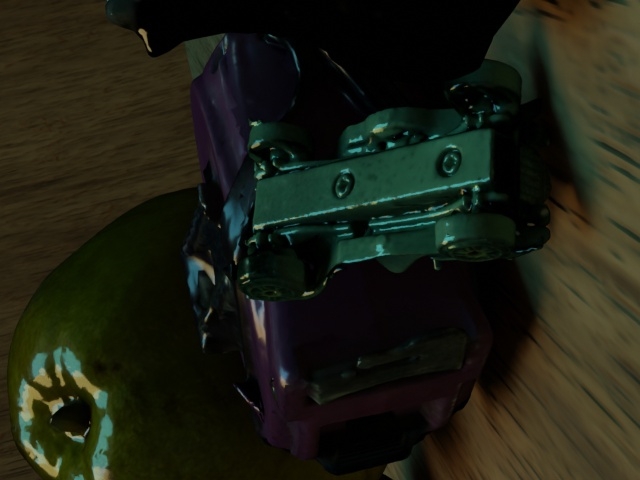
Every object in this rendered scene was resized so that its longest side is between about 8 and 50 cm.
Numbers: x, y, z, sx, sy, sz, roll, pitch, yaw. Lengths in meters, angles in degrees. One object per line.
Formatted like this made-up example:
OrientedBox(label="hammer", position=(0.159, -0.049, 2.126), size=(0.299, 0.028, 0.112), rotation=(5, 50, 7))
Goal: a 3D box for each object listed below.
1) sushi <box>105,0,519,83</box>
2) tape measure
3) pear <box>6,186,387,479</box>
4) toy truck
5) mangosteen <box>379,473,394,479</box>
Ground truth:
OrientedBox(label="sushi", position=(-0.084, -0.207, 0.515), size=(0.328, 0.285, 0.329), rotation=(-116, 13, -61))
OrientedBox(label="tape measure", position=(0.000, 0.000, 0.803), size=(0.245, 0.149, 0.231), rotation=(91, 163, -63))
OrientedBox(label="pear", position=(-0.069, 0.088, 1.025), size=(0.321, 0.269, 0.269), rotation=(-19, -82, -56))
OrientedBox(label="toy truck", position=(0.034, -0.017, 0.633), size=(0.078, 0.154, 0.080), rotation=(22, -116, -43))
OrientedBox(label="mangosteen", position=(0.012, 0.281, 1.119), size=(0.257, 0.215, 0.215), rotation=(21, 127, 59))
